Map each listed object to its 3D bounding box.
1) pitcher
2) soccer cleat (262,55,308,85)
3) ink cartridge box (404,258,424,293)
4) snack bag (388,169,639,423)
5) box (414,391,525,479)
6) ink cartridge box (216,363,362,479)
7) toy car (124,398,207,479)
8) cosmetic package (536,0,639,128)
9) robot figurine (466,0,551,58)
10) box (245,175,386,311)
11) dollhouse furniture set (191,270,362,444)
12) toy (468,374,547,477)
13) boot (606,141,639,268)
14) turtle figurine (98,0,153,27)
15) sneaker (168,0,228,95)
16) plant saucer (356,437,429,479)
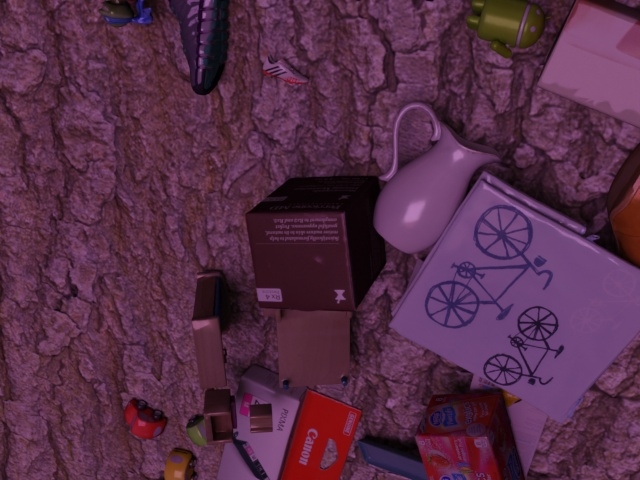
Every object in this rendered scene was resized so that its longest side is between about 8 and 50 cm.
[{"bbox_3d":[0.156,-0.099,1.200,0.178,0.125,0.207,38,109,6],"label":"pitcher"},{"bbox_3d":[-0.058,-0.282,1.254,0.083,0.029,0.035,21,120,16],"label":"soccer cleat"},{"bbox_3d":[0.232,0.123,1.308,0.179,0.045,0.145,26,118,19],"label":"ink cartridge box"},{"bbox_3d":[0.321,0.099,1.176,0.343,0.037,0.323,29,122,3],"label":"snack bag"},{"bbox_3d":[0.266,0.396,1.289,0.128,0.122,0.256,-8,113,28],"label":"box"},{"bbox_3d":[-0.069,0.412,1.514,0.239,0.060,0.275,21,116,12],"label":"ink cartridge box"},{"bbox_3d":[-0.292,0.419,1.598,0.225,0.053,0.239,-28,99,27],"label":"toy car"},{"bbox_3d":[0.460,-0.223,1.022,0.296,0.153,0.129,25,118,8],"label":"cosmetic package"},{"bbox_3d":[0.272,-0.318,1.098,0.115,0.067,0.101,18,92,13],"label":"robot figurine"},{"bbox_3d":[0.000,0.000,1.245,0.168,0.203,0.167,0,110,19],"label":"box"},{"bbox_3d":[-0.071,0.192,1.403,0.303,0.198,0.286,-4,113,-4],"label":"dollhouse furniture set"},{"bbox_3d":[0.319,0.331,1.342,0.137,0.056,0.237,17,121,15],"label":"toy"},{"bbox_3d":[0.524,-0.005,1.122,0.211,0.104,0.295,20,121,6],"label":"boot"},{"bbox_3d":[-0.374,-0.488,1.194,0.275,0.198,0.266,22,112,7],"label":"turtle figurine"},{"bbox_3d":[-0.208,-0.358,1.253,0.098,0.083,0.223,13,104,16],"label":"sneaker"},{"bbox_3d":[0.157,0.419,1.418,0.192,0.018,0.067,10,132,38],"label":"plant saucer"}]
